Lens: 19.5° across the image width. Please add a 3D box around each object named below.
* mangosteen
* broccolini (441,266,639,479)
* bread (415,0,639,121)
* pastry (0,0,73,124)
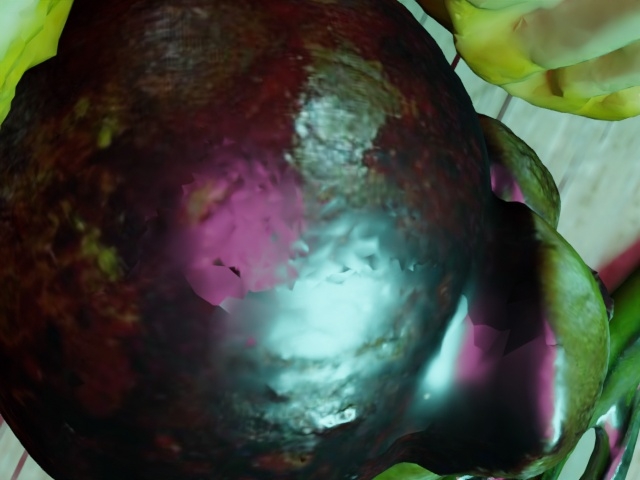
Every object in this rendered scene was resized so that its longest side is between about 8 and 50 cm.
[{"bbox_3d":[-0.010,0.002,0.508,0.184,0.172,0.173,12,94,8],"label":"mangosteen"},{"bbox_3d":[0.056,0.077,0.586,0.091,0.068,0.203,36,87,6],"label":"broccolini"},{"bbox_3d":[0.110,-0.227,0.501,0.236,0.183,0.389,14,78,-35],"label":"bread"},{"bbox_3d":[-0.209,-0.130,0.388,0.405,0.292,0.337,17,120,11],"label":"pastry"}]
